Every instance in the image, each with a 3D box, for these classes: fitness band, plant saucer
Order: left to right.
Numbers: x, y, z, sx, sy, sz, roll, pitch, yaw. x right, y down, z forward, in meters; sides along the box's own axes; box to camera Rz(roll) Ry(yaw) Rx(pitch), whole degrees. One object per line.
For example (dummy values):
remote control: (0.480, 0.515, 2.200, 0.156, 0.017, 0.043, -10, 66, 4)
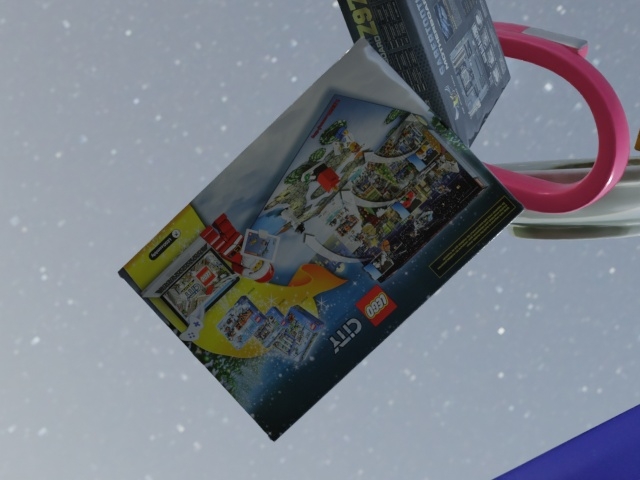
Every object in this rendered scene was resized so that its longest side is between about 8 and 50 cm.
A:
fitness band: (0.225, -0.143, 1.399, 0.290, 0.054, 0.209, 21, -57, 37)
plant saucer: (0.363, -0.060, 1.652, 0.400, 0.400, 0.101, 2, -82, 49)

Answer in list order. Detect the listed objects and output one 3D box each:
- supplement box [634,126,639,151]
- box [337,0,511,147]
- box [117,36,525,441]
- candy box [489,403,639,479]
supplement box: (0.368, -0.094, 1.101, 0.078, 0.233, 0.080, 20, -84, 35)
box: (0.076, -0.197, 0.968, 0.059, 0.183, 0.233, -13, -68, 27)
box: (0.000, 0.000, 0.823, 0.159, 0.233, 0.044, 47, 5, 2)
candy box: (0.090, 0.250, 0.486, 0.268, 0.317, 0.122, 63, -2, 31)
